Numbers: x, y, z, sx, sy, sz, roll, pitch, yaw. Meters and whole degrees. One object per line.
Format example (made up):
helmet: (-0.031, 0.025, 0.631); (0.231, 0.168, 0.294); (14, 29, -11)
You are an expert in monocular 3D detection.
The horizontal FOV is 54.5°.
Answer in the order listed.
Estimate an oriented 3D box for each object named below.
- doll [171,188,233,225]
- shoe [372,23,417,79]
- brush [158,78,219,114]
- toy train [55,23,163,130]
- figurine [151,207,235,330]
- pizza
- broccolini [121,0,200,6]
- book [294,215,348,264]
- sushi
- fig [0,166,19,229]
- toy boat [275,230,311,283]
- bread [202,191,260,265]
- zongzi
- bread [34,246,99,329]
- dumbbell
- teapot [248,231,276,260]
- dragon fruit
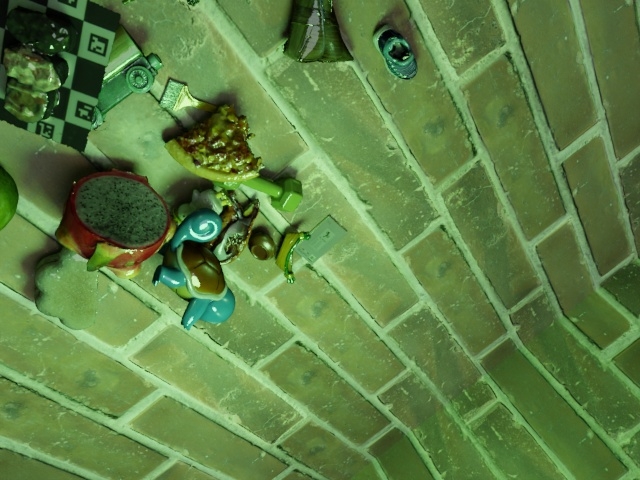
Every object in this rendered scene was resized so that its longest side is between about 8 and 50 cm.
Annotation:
doll: (-0.373, -0.100, 1.917); (0.207, 0.081, 0.129); (-24, 132, 9)
shoe: (0.240, -0.561, 1.899); (0.091, 0.106, 0.207); (-41, 139, 8)
brush: (-0.350, -0.389, 1.771); (0.205, 0.011, 0.083); (13, 118, -36)
toy train: (-0.557, -0.409, 1.590); (0.307, 0.126, 0.189); (-36, 103, 2)
figurine: (-0.405, 0.091, 1.923); (0.243, 0.298, 0.416); (-17, 127, -17)
pizza: (-0.290, -0.285, 1.780); (0.290, 0.081, 0.228); (19, 92, -1)
broccolini: (-0.399, -0.615, 1.560); (0.194, 0.054, 0.052); (-7, 97, -16)
book: (0.000, 0.000, 2.262); (0.182, 0.014, 0.127); (-42, 133, 7)
sushi: (-0.665, -0.403, 1.441); (0.297, 0.100, 0.373); (22, 115, -8)
fig: (-0.860, -0.074, 1.554); (0.206, 0.275, 0.206); (-16, 130, -20)
toy boat: (-0.101, 0.051, 2.186); (0.088, 0.089, 0.229); (23, 124, 1)
bread: (-0.295, -0.032, 2.033); (0.139, 0.095, 0.268); (17, 101, -39)
zongzi: (0.027, -0.608, 1.747); (0.242, 0.112, 0.220); (-8, 128, -33)
bread: (-0.770, 0.137, 1.891); (0.183, 0.102, 0.337); (1, 126, -24)
dumbbell: (-0.192, -0.179, 1.954); (0.302, 0.121, 0.108); (19, 143, -38)
teapot: (-0.196, 0.017, 2.134); (0.098, 0.078, 0.129); (13, 139, 11)
dragon fruit: (-0.583, -0.030, 1.744); (0.306, 0.305, 0.226); (10, 141, -34)
